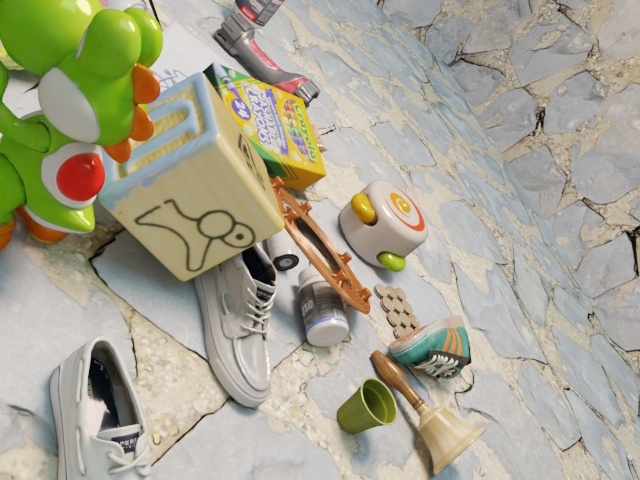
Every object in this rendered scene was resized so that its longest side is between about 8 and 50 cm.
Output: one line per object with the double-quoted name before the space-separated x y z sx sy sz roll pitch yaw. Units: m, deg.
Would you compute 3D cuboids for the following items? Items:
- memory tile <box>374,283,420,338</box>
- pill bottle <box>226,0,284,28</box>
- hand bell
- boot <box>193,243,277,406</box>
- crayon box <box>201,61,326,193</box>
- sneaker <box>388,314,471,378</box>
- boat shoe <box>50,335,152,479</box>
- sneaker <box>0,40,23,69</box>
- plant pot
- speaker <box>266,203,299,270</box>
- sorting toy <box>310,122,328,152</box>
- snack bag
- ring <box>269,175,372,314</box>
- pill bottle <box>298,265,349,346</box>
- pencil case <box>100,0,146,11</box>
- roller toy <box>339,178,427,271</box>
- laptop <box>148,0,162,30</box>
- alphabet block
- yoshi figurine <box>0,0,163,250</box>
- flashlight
"memory tile" 0.181 0.166 1.294 0.113 0.012 0.148 13 45 -46
"pill bottle" -0.182 -0.665 1.606 0.108 0.180 0.108 32 34 -25
"hand bell" 0.178 0.304 1.073 0.242 0.126 0.126 47 27 24
"boot" -0.112 0.109 0.863 0.095 0.123 0.258 8 49 -49
"crayon box" -0.107 -0.225 1.199 0.323 0.083 0.203 7 60 -53
"sneaker" 0.250 0.235 1.196 0.302 0.108 0.121 -1 64 -55
"boat shoe" -0.229 0.228 0.613 0.095 0.084 0.258 2 53 -52
"sneaker" -0.520 -0.306 0.838 0.384 0.145 0.147 12 77 -50
"plant pot" 0.071 0.283 0.947 0.083 0.079 0.083 34 33 -26
"speaker" -0.081 -0.010 1.112 0.055 0.055 0.136 21 39 -39
"sorting toy" -0.030 -0.254 1.392 0.075 0.045 0.083 26 35 -56
"snack bag" -0.254 -0.305 1.214 0.323 0.037 0.343 36 39 -18
"ring" 0.000 0.000 1.108 0.336 0.032 0.336 50 8 -10
"pill bottle" 0.001 0.118 1.048 0.078 0.078 0.137 23 38 -37
"pencil case" -0.477 -0.524 1.129 0.273 0.113 0.124 44 12 -10
"roller toy" 0.155 -0.046 1.369 0.209 0.146 0.191 44 30 -7
"laptop" -0.448 -0.577 1.160 0.264 0.137 0.234 17 -9 -3
"alphabet block" -0.192 -0.093 0.847 0.197 0.192 0.193 58 9 -45
"yoshi figurine" -0.319 -0.152 0.656 0.203 0.362 0.204 27 37 -31
"flashlight" -0.137 -0.475 1.526 0.304 0.103 0.103 47 31 -4
